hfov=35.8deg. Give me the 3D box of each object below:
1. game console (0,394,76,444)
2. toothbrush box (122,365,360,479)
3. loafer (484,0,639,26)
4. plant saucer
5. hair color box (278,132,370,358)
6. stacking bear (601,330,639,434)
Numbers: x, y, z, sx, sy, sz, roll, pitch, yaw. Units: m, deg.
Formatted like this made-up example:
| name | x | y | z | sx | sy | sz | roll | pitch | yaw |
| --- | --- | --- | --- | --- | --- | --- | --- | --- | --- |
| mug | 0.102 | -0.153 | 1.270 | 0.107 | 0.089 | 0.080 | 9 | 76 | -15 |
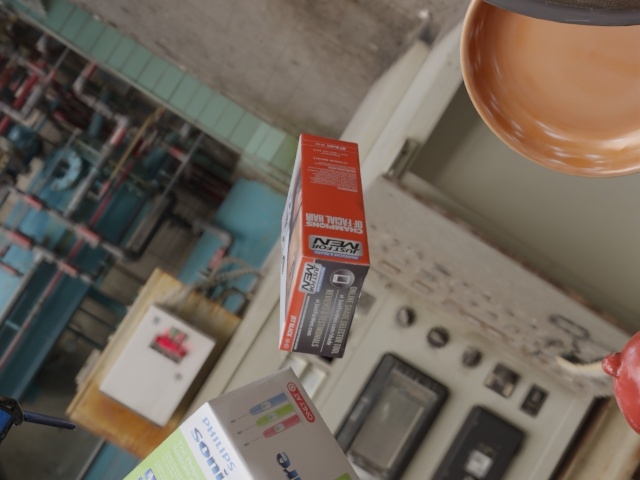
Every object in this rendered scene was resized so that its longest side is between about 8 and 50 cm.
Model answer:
| name | x | y | z | sx | sy | sz | roll | pitch | yaw |
| --- | --- | --- | --- | --- | --- | --- | --- | --- | --- |
| game console | -0.507 | 0.261 | 1.259 | 0.293 | 0.250 | 0.173 | 8 | 136 | 16 |
| toothbrush box | -0.090 | 0.294 | 1.020 | 0.122 | 0.283 | 0.206 | -18 | -111 | -45 |
| loafer | 0.059 | -0.220 | 0.494 | 0.366 | 0.133 | 0.130 | 23 | 175 | 5 |
| plant saucer | 0.207 | -0.141 | 0.757 | 0.200 | 0.037 | 0.200 | 16 | 131 | 19 |
| hair color box | 0.000 | 0.000 | 0.772 | 0.053 | 0.093 | 0.167 | 8 | -145 | -9 |
| stacking bear | 0.391 | 0.174 | 0.895 | 0.289 | 0.175 | 0.164 | 35 | 135 | 48 |
